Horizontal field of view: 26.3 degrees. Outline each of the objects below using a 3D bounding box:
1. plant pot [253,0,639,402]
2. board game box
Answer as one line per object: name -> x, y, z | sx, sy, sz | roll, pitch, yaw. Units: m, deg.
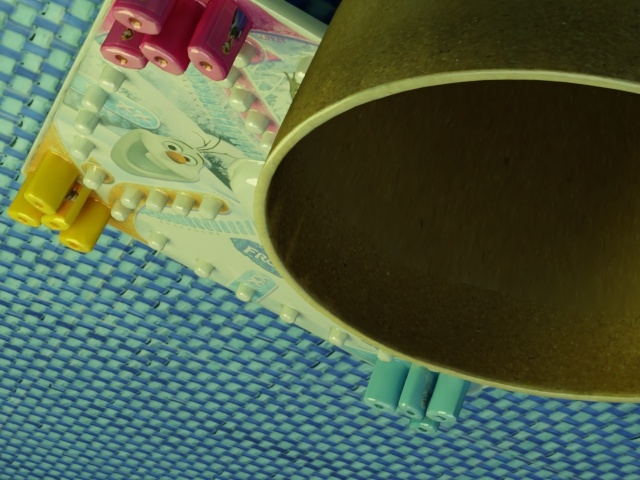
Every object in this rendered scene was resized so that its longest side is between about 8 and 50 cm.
plant pot -> 0.113, -0.096, 0.588 | 0.237, 0.254, 0.237 | 9, 150, 5
board game box -> 0.000, 0.000, 0.904 | 0.389, 0.050, 0.390 | 29, 156, -11
